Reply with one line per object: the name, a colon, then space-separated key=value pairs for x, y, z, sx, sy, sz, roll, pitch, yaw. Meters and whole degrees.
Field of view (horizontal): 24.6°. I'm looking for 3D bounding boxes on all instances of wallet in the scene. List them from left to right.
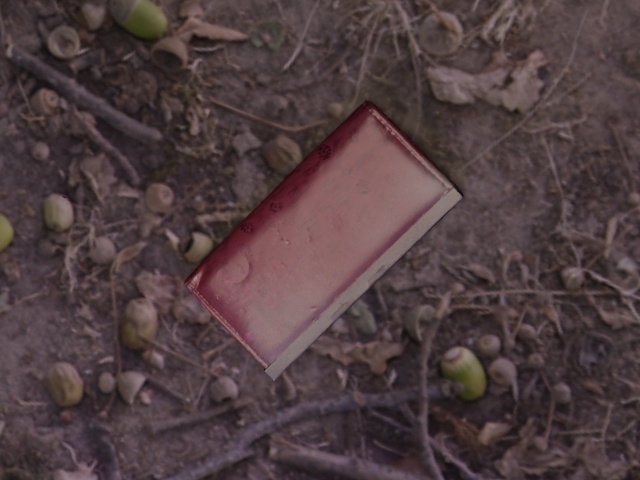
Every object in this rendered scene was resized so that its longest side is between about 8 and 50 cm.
wallet: x=0.000 y=0.000 z=1.260 sx=0.232 sy=0.025 sz=0.119 roll=-44 pitch=88 yaw=11
